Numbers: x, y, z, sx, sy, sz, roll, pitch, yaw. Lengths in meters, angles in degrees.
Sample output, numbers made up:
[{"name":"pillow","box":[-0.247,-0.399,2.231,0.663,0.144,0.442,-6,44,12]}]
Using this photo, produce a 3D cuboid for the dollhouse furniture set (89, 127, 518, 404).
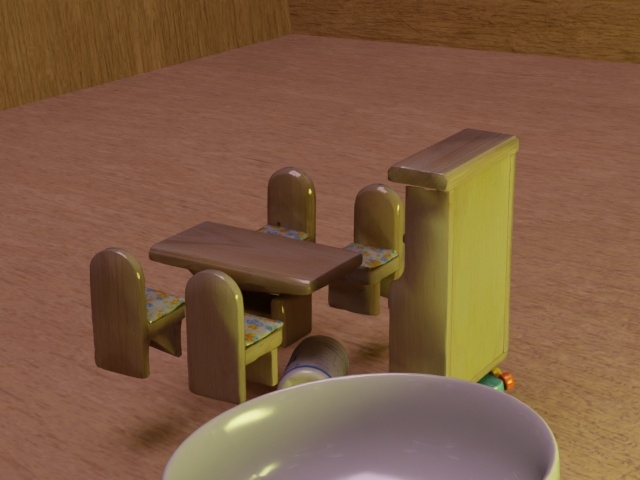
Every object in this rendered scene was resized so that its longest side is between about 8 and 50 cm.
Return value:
[{"name":"dollhouse furniture set","box":[0.000,0.000,1.550,0.394,0.256,0.362,12,22,30]}]

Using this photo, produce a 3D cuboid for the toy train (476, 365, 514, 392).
[{"name":"toy train","box":[0.129,0.179,1.529,0.166,0.046,0.125,-2,20,25]}]

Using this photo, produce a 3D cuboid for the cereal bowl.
[{"name":"cereal bowl","box":[0.038,0.245,1.203,0.339,0.141,0.339,-7,18,2]}]

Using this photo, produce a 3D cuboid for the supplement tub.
[{"name":"supplement tub","box":[-0.008,0.159,1.592,0.071,0.071,0.107,-4,18,10]}]
